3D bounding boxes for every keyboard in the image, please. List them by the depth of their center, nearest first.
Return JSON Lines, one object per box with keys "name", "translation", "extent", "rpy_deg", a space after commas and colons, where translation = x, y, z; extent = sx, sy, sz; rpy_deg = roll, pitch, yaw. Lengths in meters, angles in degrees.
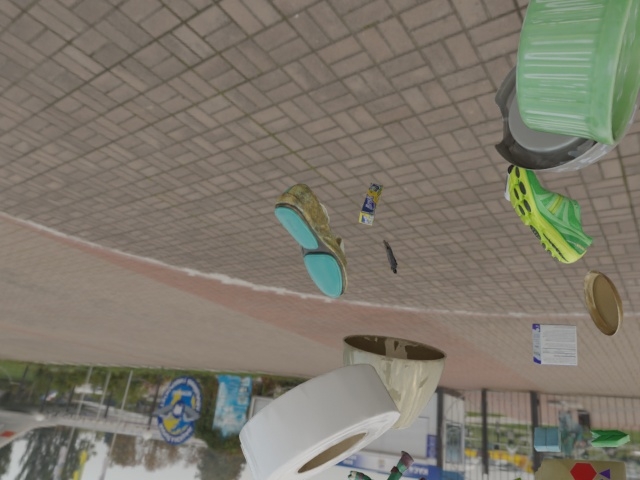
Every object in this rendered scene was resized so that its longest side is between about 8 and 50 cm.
{"name": "keyboard", "translation": [0.239, 0.057, 1.591], "extent": [0.023, 0.108, 0.180], "rpy_deg": [-15, -174, 6]}

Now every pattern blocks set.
{"name": "pattern blocks set", "translation": [0.435, 0.451, 0.786], "extent": [0.285, 0.325, 0.026], "rpy_deg": [-12, 117, 44]}

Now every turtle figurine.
{"name": "turtle figurine", "translation": [0.162, 0.663, 1.217], "extent": [0.234, 0.175, 0.118], "rpy_deg": [-29, -177, -18]}

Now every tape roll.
{"name": "tape roll", "translation": [-0.001, 0.344, 0.864], "extent": [0.286, 0.100, 0.286], "rpy_deg": [-23, 149, -14]}

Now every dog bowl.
{"name": "dog bowl", "translation": [0.593, -0.326, 1.157], "extent": [0.102, 0.349, 0.348], "rpy_deg": [15, 158, -34]}

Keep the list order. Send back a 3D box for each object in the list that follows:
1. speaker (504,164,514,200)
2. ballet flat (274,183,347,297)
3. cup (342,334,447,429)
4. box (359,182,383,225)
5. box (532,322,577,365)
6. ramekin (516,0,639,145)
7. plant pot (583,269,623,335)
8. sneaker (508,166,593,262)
{"name": "speaker", "translation": [0.622, -0.184, 1.514], "extent": [0.055, 0.055, 0.136], "rpy_deg": [0, 151, 17]}
{"name": "ballet flat", "translation": [0.000, 0.000, 1.202], "extent": [0.123, 0.123, 0.348], "rpy_deg": [-5, 133, 29]}
{"name": "cup", "translation": [0.218, 0.451, 1.504], "extent": [0.331, 0.237, 0.331], "rpy_deg": [8, 180, 0]}
{"name": "box", "translation": [0.192, -0.139, 1.784], "extent": [0.054, 0.169, 0.059], "rpy_deg": [14, 140, 9]}
{"name": "box", "translation": [0.809, 0.359, 1.637], "extent": [0.126, 0.137, 0.072], "rpy_deg": [2, 172, 1]}
{"name": "ramekin", "translation": [0.448, -0.320, 0.799], "extent": [0.148, 0.303, 0.303], "rpy_deg": [16, 166, 36]}
{"name": "plant pot", "translation": [1.004, 0.218, 1.673], "extent": [0.032, 0.236, 0.236], "rpy_deg": [-11, 155, 6]}
{"name": "sneaker", "translation": [0.609, -0.083, 1.263], "extent": [0.123, 0.296, 0.109], "rpy_deg": [-32, 177, -7]}
